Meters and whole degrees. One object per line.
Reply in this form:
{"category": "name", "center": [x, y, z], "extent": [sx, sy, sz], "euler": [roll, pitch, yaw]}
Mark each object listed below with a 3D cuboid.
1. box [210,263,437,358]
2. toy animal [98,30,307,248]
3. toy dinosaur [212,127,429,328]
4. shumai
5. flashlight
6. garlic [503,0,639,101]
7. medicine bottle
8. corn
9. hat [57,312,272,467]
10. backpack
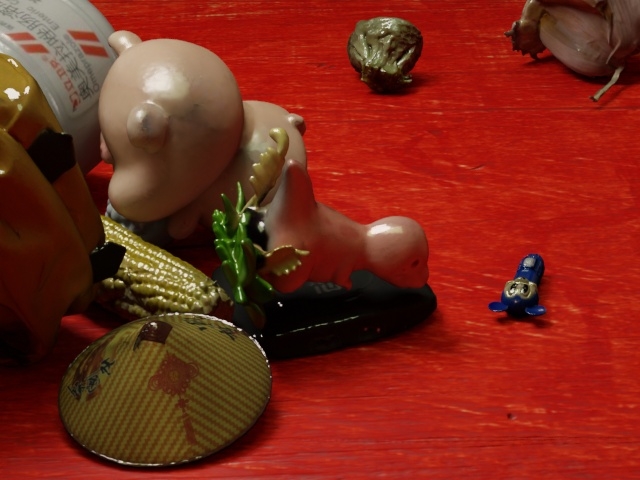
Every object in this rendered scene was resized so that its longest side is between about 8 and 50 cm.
{"category": "box", "center": [-0.001, 0.047, 1.669], "extent": [0.213, 0.042, 0.201], "euler": [-11, 28, -15]}
{"category": "toy animal", "center": [-0.122, -0.097, 1.771], "extent": [0.221, 0.229, 0.210], "euler": [-4, 30, -11]}
{"category": "toy dinosaur", "center": [0.000, 0.002, 1.553], "extent": [0.177, 0.194, 0.152], "euler": [-25, 24, 9]}
{"category": "shumai", "center": [0.085, -0.239, 2.261], "extent": [0.099, 0.124, 0.087], "euler": [14, 63, -10]}
{"category": "flashlight", "center": [0.205, 0.042, 1.672], "extent": [0.057, 0.035, 0.121], "euler": [5, 26, 15]}
{"category": "garlic", "center": [0.343, -0.273, 2.269], "extent": [0.207, 0.207, 0.256], "euler": [8, 61, 21]}
{"category": "medicine bottle", "center": [-0.376, -0.132, 1.845], "extent": [0.245, 0.245, 0.306], "euler": [11, 37, 25]}
{"category": "corn", "center": [-0.194, 0.034, 1.663], "extent": [0.086, 0.086, 0.288], "euler": [-22, 33, -37]}
{"category": "hat", "center": [-0.140, 0.102, 1.456], "extent": [0.193, 0.082, 0.193], "euler": [-4, 38, 3]}
{"category": "backpack", "center": [-0.376, -0.056, 1.553], "extent": [0.378, 0.353, 0.201], "euler": [17, 52, 22]}
